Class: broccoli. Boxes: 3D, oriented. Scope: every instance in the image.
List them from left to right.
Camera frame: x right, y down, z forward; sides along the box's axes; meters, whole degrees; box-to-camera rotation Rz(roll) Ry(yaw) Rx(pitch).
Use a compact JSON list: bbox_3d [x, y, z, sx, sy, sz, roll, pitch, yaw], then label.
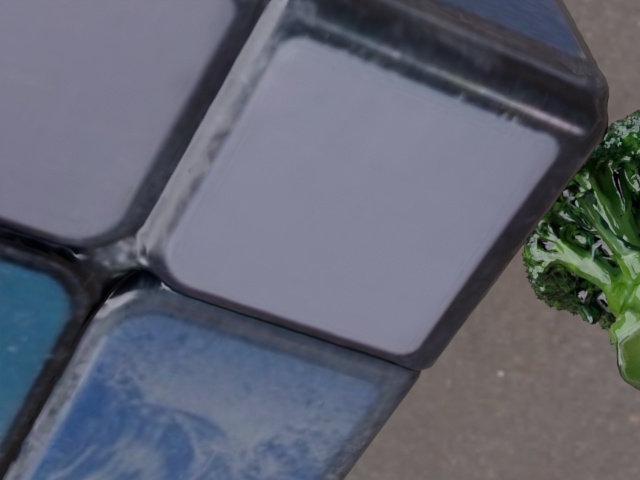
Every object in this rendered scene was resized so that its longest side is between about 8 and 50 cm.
[{"bbox_3d":[0.337,0.009,1.515,0.297,0.297,0.297,-79,8,-57],"label":"broccoli"}]

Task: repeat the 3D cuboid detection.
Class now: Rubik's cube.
[{"bbox_3d":[-0.099,-0.077,0.725,0.318,0.316,0.313,-56,26,29],"label":"Rubik's cube"}]
